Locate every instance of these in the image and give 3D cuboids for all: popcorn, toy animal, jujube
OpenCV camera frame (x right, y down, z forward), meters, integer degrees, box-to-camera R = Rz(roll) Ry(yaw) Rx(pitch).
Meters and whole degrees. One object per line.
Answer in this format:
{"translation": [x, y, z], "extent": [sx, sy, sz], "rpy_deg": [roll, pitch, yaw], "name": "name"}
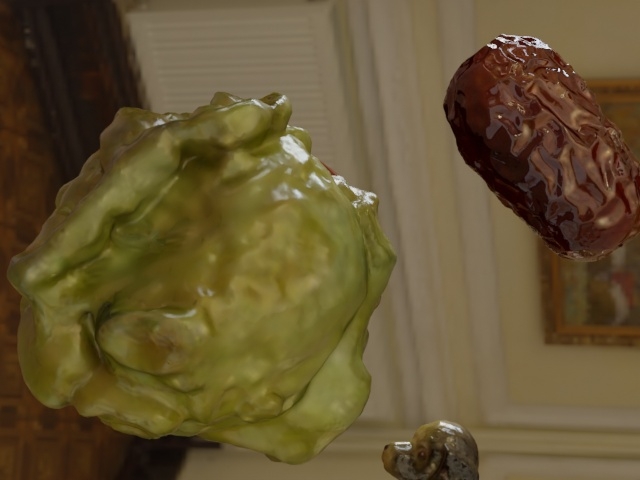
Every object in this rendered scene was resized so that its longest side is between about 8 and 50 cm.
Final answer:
{"translation": [-0.103, 0.033, 1.072], "extent": [0.312, 0.312, 0.312], "rpy_deg": [0, 90, -75], "name": "popcorn"}
{"translation": [0.133, 0.329, 1.511], "extent": [0.121, 0.168, 0.233], "rpy_deg": [9, 48, -36], "name": "toy animal"}
{"translation": [0.162, -0.064, 0.955], "extent": [0.176, 0.109, 0.112], "rpy_deg": [54, 40, 6], "name": "jujube"}

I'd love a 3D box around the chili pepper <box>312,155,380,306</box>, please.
{"translation": [0.003, -0.007, 1.804], "extent": [0.092, 0.137, 0.368], "rpy_deg": [26, -34, 58], "name": "chili pepper"}
